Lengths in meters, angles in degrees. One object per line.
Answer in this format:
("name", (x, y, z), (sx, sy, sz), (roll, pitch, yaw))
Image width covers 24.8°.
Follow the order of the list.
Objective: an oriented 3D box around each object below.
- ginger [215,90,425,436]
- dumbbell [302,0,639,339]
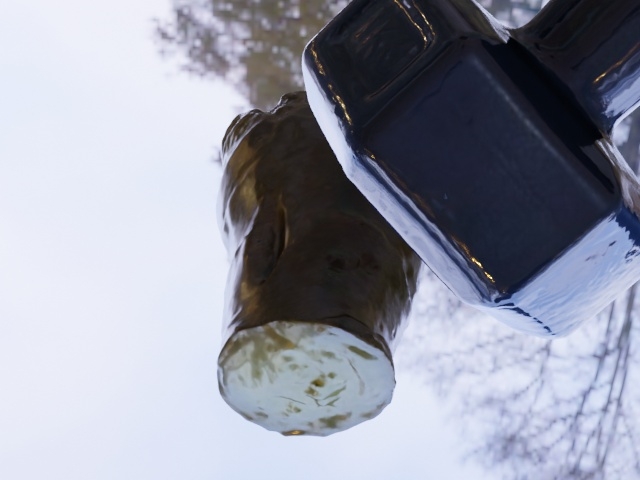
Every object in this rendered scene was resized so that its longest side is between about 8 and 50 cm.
("ginger", (0.000, 0.000, 0.812), (0.116, 0.109, 0.263), (28, -151, -18))
("dumbbell", (0.149, -0.113, 0.541), (0.144, 0.325, 0.160), (52, -167, 25))
